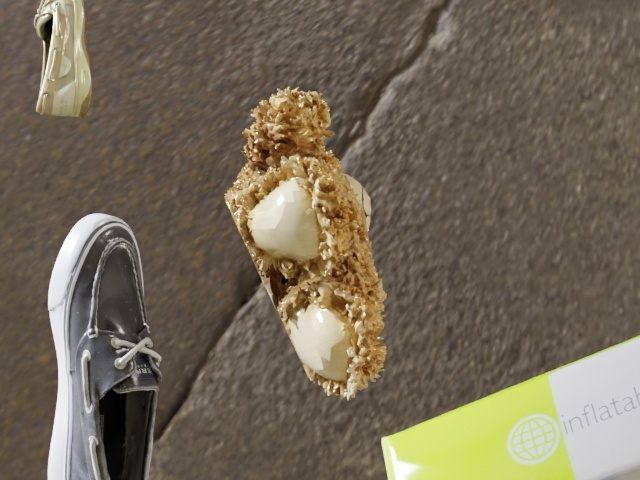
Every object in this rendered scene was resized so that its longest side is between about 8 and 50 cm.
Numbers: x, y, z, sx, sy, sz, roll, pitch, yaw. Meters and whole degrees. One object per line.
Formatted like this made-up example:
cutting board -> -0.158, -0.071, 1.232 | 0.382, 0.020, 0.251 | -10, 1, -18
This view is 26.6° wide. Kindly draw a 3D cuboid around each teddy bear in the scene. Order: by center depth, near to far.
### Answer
teddy bear -> 0.000, 0.000, 1.040 | 0.113, 0.338, 0.245 | -23, 85, -2

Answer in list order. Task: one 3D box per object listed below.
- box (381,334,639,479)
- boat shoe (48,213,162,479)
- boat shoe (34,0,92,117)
box -> 0.121, 0.059, 0.379 | 0.178, 0.042, 0.109 | -25, 138, 20
boat shoe -> -0.202, 0.126, 1.332 | 0.102, 0.108, 0.301 | 5, 90, 41
boat shoe -> -0.240, -0.180, 1.224 | 0.048, 0.153, 0.056 | -1, 158, -23
